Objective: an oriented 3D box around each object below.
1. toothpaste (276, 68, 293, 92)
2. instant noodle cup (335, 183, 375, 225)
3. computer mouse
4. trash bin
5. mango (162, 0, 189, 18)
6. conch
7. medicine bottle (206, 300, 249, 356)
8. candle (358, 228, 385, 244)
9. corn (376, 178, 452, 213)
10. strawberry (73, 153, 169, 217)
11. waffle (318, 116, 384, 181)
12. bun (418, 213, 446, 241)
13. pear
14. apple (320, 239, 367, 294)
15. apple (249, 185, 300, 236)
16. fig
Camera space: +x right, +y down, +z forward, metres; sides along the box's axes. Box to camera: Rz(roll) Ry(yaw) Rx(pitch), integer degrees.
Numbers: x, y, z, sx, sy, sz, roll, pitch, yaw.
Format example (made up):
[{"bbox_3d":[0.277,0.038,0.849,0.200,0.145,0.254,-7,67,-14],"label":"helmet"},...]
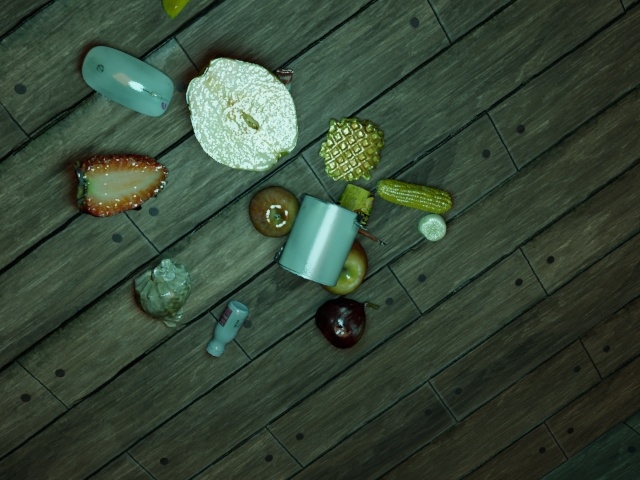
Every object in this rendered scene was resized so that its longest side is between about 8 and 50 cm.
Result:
[{"bbox_3d":[-0.132,-0.486,1.759,0.062,0.039,0.239,3,103,-3],"label":"toothpaste"},{"bbox_3d":[0.129,-0.136,1.853,0.151,0.151,0.122,22,89,-15],"label":"instant noodle cup"},{"bbox_3d":[-0.639,-0.529,1.631,0.288,0.097,0.159,25,98,-15],"label":"computer mouse"},{"bbox_3d":[0.000,0.000,1.684,0.277,0.217,0.263,22,92,26],"label":"trash bin"},{"bbox_3d":[-0.461,-0.818,1.599,0.101,0.066,0.187,26,108,-15],"label":"mango"},{"bbox_3d":[-0.581,0.205,1.811,0.210,0.159,0.291,-1,107,-11],"label":"conch"},{"bbox_3d":[-0.365,0.345,1.922,0.090,0.090,0.217,29,100,-16],"label":"medicine bottle"},{"bbox_3d":[0.187,-0.021,1.950,0.167,0.021,0.026,31,76,-15],"label":"candle"},{"bbox_3d":[0.359,-0.169,1.897,0.313,0.102,0.102,9,104,-12],"label":"corn"},{"bbox_3d":[-0.694,-0.205,1.712,0.306,0.138,0.233,-13,129,-32],"label":"strawberry"},{"bbox_3d":[0.115,-0.335,1.839,0.243,0.059,0.238,6,107,-9],"label":"waffle"},{"bbox_3d":[0.444,-0.054,1.956,0.115,0.069,0.115,3,116,6],"label":"bun"},{"bbox_3d":[-0.261,-0.427,1.672,0.340,0.191,0.386,-39,108,6],"label":"pear"},{"bbox_3d":[0.072,0.088,1.887,0.210,0.173,0.235,11,111,-20],"label":"apple"},{"bbox_3d":[-0.165,-0.102,1.789,0.188,0.174,0.188,-3,106,-12],"label":"apple"},{"bbox_3d":[0.111,0.299,1.949,0.249,0.186,0.204,-41,90,-5],"label":"fig"}]
